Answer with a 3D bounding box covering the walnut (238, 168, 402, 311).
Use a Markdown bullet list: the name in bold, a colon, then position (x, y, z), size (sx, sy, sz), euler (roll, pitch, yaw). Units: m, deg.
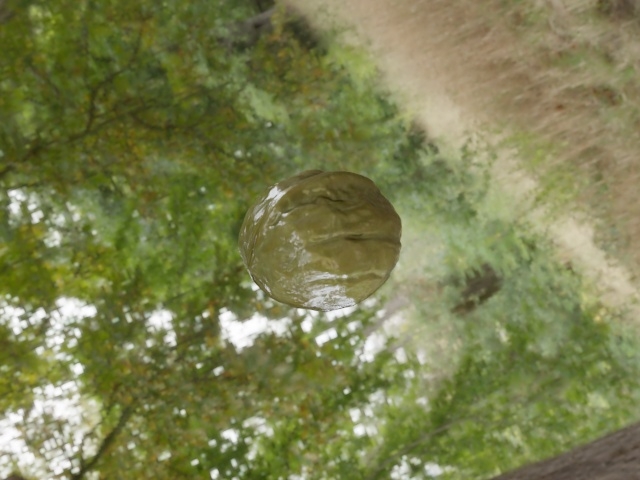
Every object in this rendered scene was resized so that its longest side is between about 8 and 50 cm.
- **walnut**: position (0.000, 0.000, 0.489), size (0.092, 0.092, 0.092), euler (157, 90, -90)
